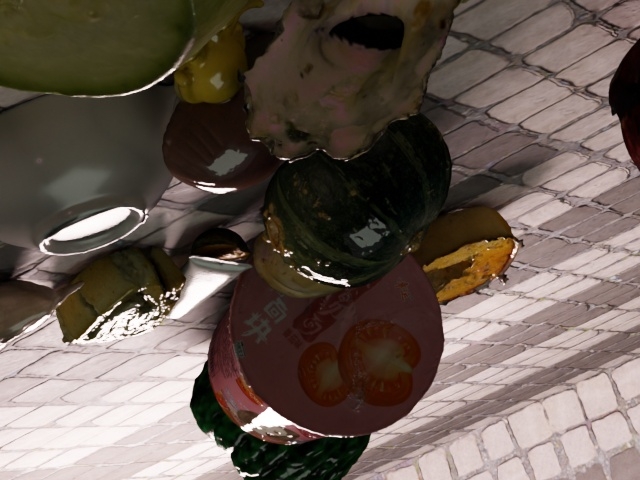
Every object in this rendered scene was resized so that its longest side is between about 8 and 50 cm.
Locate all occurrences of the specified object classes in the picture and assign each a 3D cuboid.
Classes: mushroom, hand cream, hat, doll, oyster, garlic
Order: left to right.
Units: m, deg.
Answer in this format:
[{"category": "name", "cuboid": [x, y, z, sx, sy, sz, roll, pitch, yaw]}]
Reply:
[{"category": "garlic", "cuboid": [-0.312, 0.070, 1.618, 0.152, 0.066, 0.084, -32, -172, 44]}, {"category": "hand cream", "cuboid": [-0.134, 0.045, 1.740, 0.067, 0.042, 0.194, 14, 158, -19]}, {"category": "doll", "cuboid": [-0.065, -0.120, 1.268, 0.145, 0.096, 0.188, -38, 145, -34]}, {"category": "mushroom", "cuboid": [0.000, 0.000, 1.667, 0.148, 0.112, 0.148, -20, 166, -5]}, {"category": "hat", "cuboid": [0.000, 0.169, 2.104, 0.332, 0.242, 0.274, -42, -171, -7]}, {"category": "oyster", "cuboid": [0.022, -0.136, 1.229, 0.133, 0.209, 0.072, 23, 160, 5]}]

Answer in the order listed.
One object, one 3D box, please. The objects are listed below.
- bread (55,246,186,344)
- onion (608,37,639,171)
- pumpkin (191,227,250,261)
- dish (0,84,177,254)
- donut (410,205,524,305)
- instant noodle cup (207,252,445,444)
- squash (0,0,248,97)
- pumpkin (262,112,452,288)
[{"category": "bread", "cuboid": [-0.207, 0.060, 1.692, 0.117, 0.064, 0.156, -14, 164, -26]}, {"category": "onion", "cuboid": [0.372, -0.152, 1.491, 0.246, 0.190, 0.246, -42, -176, 3]}, {"category": "pumpkin", "cuboid": [-0.104, 0.003, 1.694, 0.050, 0.028, 0.083, -10, 163, 13]}, {"category": "dish", "cuboid": [-0.192, -0.042, 1.344, 0.236, 0.086, 0.228, -29, 162, 27]}, {"category": "donut", "cuboid": [0.170, 0.013, 1.989, 0.146, 0.078, 0.181, -21, 157, -1]}, {"category": "instant noodle cup", "cuboid": [-0.012, 0.122, 1.852, 0.243, 0.243, 0.231, -14, 168, -21]}, {"category": "squash", "cuboid": [-0.117, -0.191, 1.084, 0.204, 0.155, 0.237, 27, 146, -16]}, {"category": "pumpkin", "cuboid": [0.034, -0.042, 1.506, 0.190, 0.146, 0.190, -45, 156, -27]}]
